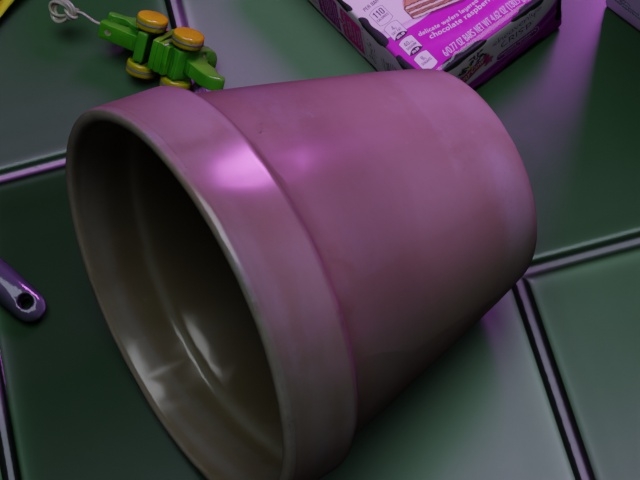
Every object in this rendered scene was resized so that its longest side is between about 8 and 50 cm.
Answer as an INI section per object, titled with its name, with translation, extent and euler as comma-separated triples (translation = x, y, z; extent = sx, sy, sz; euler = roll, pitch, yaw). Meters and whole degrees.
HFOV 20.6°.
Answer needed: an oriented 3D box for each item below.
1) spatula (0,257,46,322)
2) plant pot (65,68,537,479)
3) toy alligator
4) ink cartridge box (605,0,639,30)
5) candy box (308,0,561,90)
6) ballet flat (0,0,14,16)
[spatula]
translation = -0.346, -0.021, 1.543
extent = 0.296, 0.030, 0.084
euler = 38, 74, 22
[plant pot]
translation = 0.000, 0.000, 1.362
extent = 0.280, 0.323, 0.323
euler = -26, 62, -25
[toy alligator]
translation = -0.156, -0.182, 1.595
extent = 0.190, 0.056, 0.051
euler = 27, 27, 20
[ink cartridge box]
translation = 0.308, -0.251, 1.413
extent = 0.065, 0.332, 0.165
euler = -42, 67, -11
[candy box]
translation = 0.082, -0.240, 1.582
extent = 0.159, 0.071, 0.233
euler = -37, 64, -12
[ballet flat]
translation = -0.285, -0.280, 1.642
extent = 0.077, 0.077, 0.231
euler = 28, 69, 20
